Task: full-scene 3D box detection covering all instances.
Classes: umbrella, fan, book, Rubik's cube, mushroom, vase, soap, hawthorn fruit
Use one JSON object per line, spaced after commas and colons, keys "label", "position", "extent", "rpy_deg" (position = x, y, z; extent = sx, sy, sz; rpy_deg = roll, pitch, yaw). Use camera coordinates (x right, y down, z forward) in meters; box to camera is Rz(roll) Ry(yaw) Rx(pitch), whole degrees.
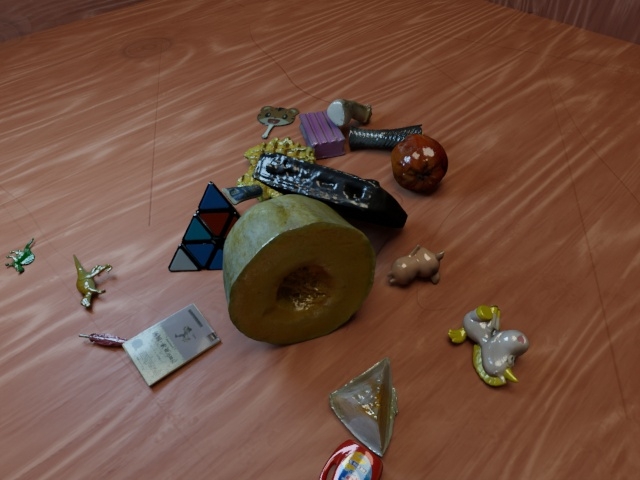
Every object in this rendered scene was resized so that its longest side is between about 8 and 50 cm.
{"label": "umbrella", "position": [-0.474, 0.231, 1.053], "extent": [0.165, 0.025, 0.027], "rpy_deg": [8, 31, 6]}
{"label": "fan", "position": [-0.173, -0.439, 1.701], "extent": [0.152, 0.008, 0.226], "rpy_deg": [9, 46, 9]}
{"label": "book", "position": [-0.336, 0.232, 1.043], "extent": [0.182, 0.014, 0.127], "rpy_deg": [-30, 59, -28]}
{"label": "Rubik's cube", "position": [-0.207, -0.018, 1.201], "extent": [0.234, 0.250, 0.284], "rpy_deg": [34, 48, 5]}
{"label": "mushroom", "position": [0.105, -0.452, 1.612], "extent": [0.092, 0.081, 0.223], "rpy_deg": [43, 31, 16]}
{"label": "vase", "position": [0.216, -0.339, 1.537], "extent": [0.237, 0.115, 0.115], "rpy_deg": [4, 46, 12]}
{"label": "soap", "position": [0.004, -0.369, 1.589], "extent": [0.122, 0.065, 0.203], "rpy_deg": [-11, 47, -9]}
{"label": "hawthorn fruit", "position": [0.295, -0.233, 1.396], "extent": [0.173, 0.173, 0.179], "rpy_deg": [-25, 29, -21]}

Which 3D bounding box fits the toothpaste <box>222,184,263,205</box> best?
{"label": "toothpaste", "position": [-0.208, -0.132, 1.282], "extent": [0.057, 0.035, 0.197], "rpy_deg": [52, 23, 4]}

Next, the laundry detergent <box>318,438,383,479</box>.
{"label": "laundry detergent", "position": [0.035, 0.444, 0.818], "extent": [0.097, 0.049, 0.165], "rpy_deg": [24, 52, 31]}

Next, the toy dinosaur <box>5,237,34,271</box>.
{"label": "toy dinosaur", "position": [-0.807, 0.040, 1.252], "extent": [0.060, 0.029, 0.119], "rpy_deg": [17, 41, -4]}

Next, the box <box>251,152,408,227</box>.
{"label": "box", "position": [0.036, -0.120, 1.195], "extent": [0.359, 0.350, 0.091], "rpy_deg": [19, 91, 19]}

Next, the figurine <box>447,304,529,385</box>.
{"label": "figurine", "position": [0.376, 0.229, 0.999], "extent": [0.129, 0.109, 0.178], "rpy_deg": [-37, 51, 3]}

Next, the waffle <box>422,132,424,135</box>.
{"label": "waffle", "position": [0.331, -0.353, 1.600], "extent": [0.078, 0.016, 0.085], "rpy_deg": [-9, 46, -1]}

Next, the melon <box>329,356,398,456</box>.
{"label": "melon", "position": [0.084, 0.313, 0.917], "extent": [0.139, 0.093, 0.202], "rpy_deg": [1, 41, 14]}

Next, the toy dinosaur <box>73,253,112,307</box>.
{"label": "toy dinosaur", "position": [-0.610, 0.102, 1.173], "extent": [0.162, 0.039, 0.126], "rpy_deg": [14, 50, 17]}

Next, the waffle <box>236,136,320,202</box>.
{"label": "waffle", "position": [-0.144, -0.233, 1.465], "extent": [0.291, 0.051, 0.291], "rpy_deg": [-4, 51, 5]}

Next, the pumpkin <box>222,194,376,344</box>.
{"label": "pumpkin", "position": [-0.059, 0.048, 1.018], "extent": [0.332, 0.332, 0.199], "rpy_deg": [-14, 43, -12]}

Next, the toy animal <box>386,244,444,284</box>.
{"label": "toy animal", "position": [0.239, 0.069, 1.155], "extent": [0.150, 0.083, 0.089], "rpy_deg": [-18, 60, 0]}
